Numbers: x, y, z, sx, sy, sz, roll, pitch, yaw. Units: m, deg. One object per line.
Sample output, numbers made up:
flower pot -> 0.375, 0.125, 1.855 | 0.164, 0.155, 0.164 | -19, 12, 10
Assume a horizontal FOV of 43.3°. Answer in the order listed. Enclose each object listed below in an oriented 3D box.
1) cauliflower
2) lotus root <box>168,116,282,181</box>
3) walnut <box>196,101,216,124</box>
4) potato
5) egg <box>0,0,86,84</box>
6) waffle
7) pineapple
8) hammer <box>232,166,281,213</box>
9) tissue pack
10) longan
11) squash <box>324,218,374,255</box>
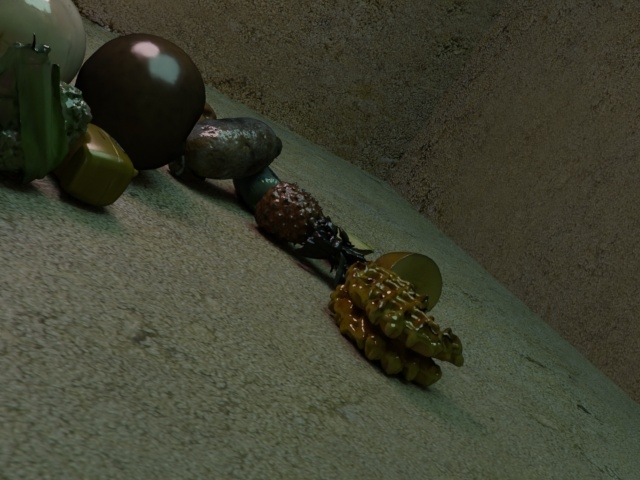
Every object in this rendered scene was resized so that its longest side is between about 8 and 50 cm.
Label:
cauliflower -> -0.513, -0.240, 1.366 | 0.256, 0.315, 0.239 | 9, 42, -28
lotus root -> -0.233, -0.248, 2.133 | 0.349, 0.175, 0.175 | -16, 45, -40
walnut -> -0.387, -0.325, 2.215 | 0.198, 0.198, 0.245 | 40, 4, 26
potato -> 0.213, 0.105, 2.194 | 0.203, 0.178, 0.158 | -3, 14, -29
egg -> -0.649, -0.436, 1.733 | 0.283, 0.283, 0.345 | 30, 15, -15
waffle -> 0.160, 0.175, 1.792 | 0.261, 0.151, 0.324 | 31, 11, -27
pineapple -> 0.000, -0.002, 2.045 | 0.364, 0.165, 0.165 | 40, 13, 17
hammer -> -0.095, -0.098, 2.301 | 0.335, 0.119, 0.206 | 34, 11, -31
tissue pack -> -0.436, -0.146, 1.537 | 0.127, 0.123, 0.178 | 22, 16, -45
longan -> -0.413, -0.319, 1.852 | 0.319, 0.319, 0.319 | 32, 12, -8
squash -> 0.035, 0.007, 2.252 | 0.184, 0.085, 0.192 | 36, 11, 26
